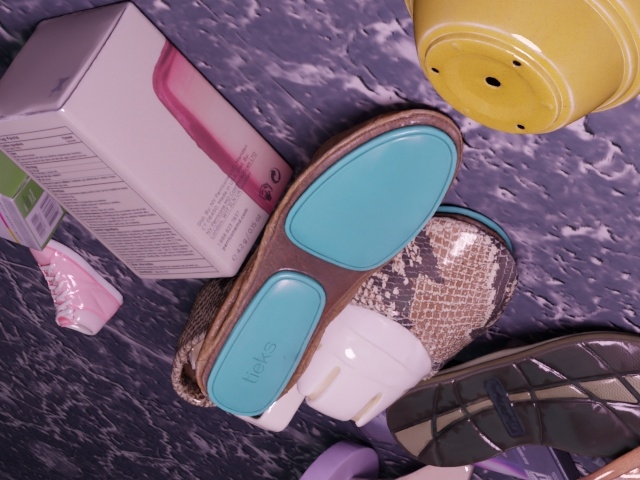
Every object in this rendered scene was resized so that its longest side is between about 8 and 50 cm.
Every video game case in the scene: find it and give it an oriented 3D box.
[{"bbox_3d":[0.126,0.180,1.858,0.274,0.026,0.196,10,149,33],"label":"video game case"}]

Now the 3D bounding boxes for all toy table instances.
[{"bbox_3d":[0.062,0.340,1.987,0.161,0.274,0.252,21,112,17],"label":"toy table"}]

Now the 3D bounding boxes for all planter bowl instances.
[{"bbox_3d":[0.132,-0.137,1.190,0.217,0.090,0.217,24,154,13],"label":"planter bowl"}]

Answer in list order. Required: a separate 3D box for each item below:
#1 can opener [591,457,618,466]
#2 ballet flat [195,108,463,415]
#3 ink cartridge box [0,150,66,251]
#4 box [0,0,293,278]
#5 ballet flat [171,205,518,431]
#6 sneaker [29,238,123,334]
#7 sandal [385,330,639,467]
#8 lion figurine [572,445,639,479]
[{"bbox_3d":[0.257,0.178,1.677,0.186,0.059,0.073,35,155,-13],"label":"can opener"},{"bbox_3d":[0.000,0.000,1.493,0.116,0.124,0.342,24,118,-17],"label":"ballet flat"},{"bbox_3d":[-0.385,-0.069,1.879,0.209,0.062,0.109,20,154,20],"label":"ink cartridge box"},{"bbox_3d":[-0.163,-0.083,1.550,0.148,0.127,0.232,-2,140,48],"label":"box"},{"bbox_3d":[0.001,0.100,1.655,0.164,0.182,0.483,40,152,-20],"label":"ballet flat"},{"bbox_3d":[-0.292,0.056,2.008,0.134,0.070,0.051,43,153,-25],"label":"sneaker"},{"bbox_3d":[0.202,0.135,1.609,0.302,0.086,0.120,-9,110,30],"label":"sandal"},{"bbox_3d":[0.401,0.270,1.499,0.392,0.142,0.240,39,119,-9],"label":"lion figurine"}]
